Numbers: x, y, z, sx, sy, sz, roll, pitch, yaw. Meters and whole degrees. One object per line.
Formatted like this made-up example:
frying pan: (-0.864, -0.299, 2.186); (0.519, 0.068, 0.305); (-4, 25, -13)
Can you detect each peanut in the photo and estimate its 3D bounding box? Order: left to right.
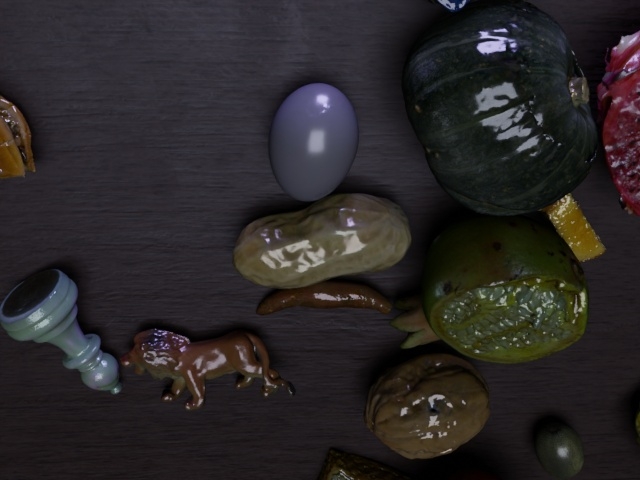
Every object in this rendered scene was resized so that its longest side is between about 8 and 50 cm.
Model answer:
peanut: (0.000, 0.000, 1.297); (0.312, 0.152, 0.152); (-11, 113, 3)

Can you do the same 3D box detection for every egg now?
egg: (-0.013, -0.158, 1.230); (0.146, 0.146, 0.199); (13, 118, -10)

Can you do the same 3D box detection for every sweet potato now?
sweet potato: (0.004, 0.104, 1.391); (0.255, 0.058, 0.078); (-3, 133, 1)

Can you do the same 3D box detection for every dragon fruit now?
dragon fruit: (0.613, -0.219, 1.211); (0.386, 0.249, 0.371); (23, 124, -10)

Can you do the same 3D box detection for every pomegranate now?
pomegranate: (0.286, 0.075, 1.326); (0.358, 0.216, 0.309); (-18, 142, 38)

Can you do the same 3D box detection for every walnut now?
walnut: (0.203, 0.311, 1.420); (0.244, 0.198, 0.198); (-15, 113, -7)

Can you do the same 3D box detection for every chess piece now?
chess piece: (-0.442, 0.188, 1.365); (0.139, 0.139, 0.272); (-27, 124, 7)

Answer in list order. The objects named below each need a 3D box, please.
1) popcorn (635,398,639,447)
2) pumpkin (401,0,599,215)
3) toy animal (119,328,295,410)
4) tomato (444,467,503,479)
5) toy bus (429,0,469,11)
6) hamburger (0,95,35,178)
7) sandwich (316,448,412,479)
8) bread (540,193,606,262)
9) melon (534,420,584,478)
popcorn: (0.741, 0.373, 1.504); (0.225, 0.174, 0.286); (0, 112, 3)
pumpkin: (0.284, -0.203, 1.172); (0.257, 0.292, 0.328); (-15, 129, 33)
toy animal: (-0.212, 0.226, 1.406); (0.312, 0.097, 0.158); (-8, 107, -3)
tomato: (0.298, 0.630, 1.478); (0.272, 0.341, 0.342); (30, 113, 28)
toy bus: (0.237, -0.488, 1.099); (0.138, 0.175, 0.287); (41, 104, -18)
hamburger: (-0.598, -0.176, 1.177); (0.282, 0.144, 0.157); (6, 112, -5)
sandwich: (0.071, 0.583, 1.579); (0.226, 0.087, 0.251); (21, 109, -14)
bread: (0.433, -0.040, 1.341); (0.065, 0.103, 0.187); (-32, 116, 10)
melon: (0.490, 0.431, 1.544); (0.098, 0.098, 0.131); (-24, 114, 6)
